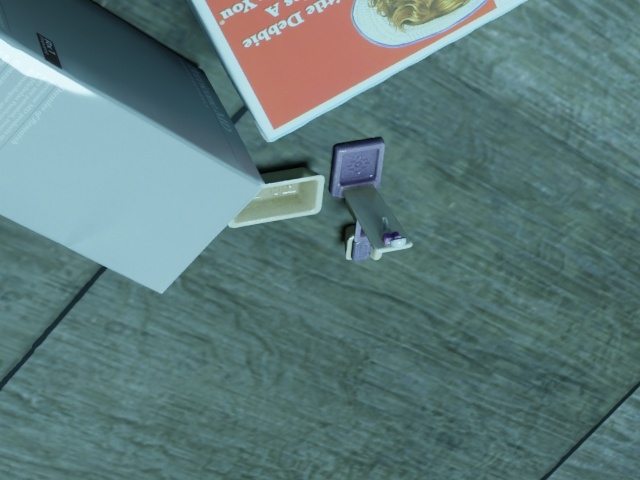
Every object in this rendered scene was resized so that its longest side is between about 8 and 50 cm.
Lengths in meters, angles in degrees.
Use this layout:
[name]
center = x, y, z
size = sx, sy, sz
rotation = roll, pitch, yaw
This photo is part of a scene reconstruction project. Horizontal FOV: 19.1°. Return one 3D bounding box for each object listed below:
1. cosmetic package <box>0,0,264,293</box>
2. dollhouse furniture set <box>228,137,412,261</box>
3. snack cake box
[cosmetic package]
center = -0.157, -0.078, 1.068
size = 0.238, 0.127, 0.107
rotation = 25, 115, -42
[dollhouse furniture set]
center = 0.000, 0.000, 1.248
size = 0.114, 0.081, 0.091
rotation = -10, 132, -19
[snack cake box]
center = 0.045, -0.190, 1.096
size = 0.264, 0.089, 0.152
rotation = -29, 138, -1
